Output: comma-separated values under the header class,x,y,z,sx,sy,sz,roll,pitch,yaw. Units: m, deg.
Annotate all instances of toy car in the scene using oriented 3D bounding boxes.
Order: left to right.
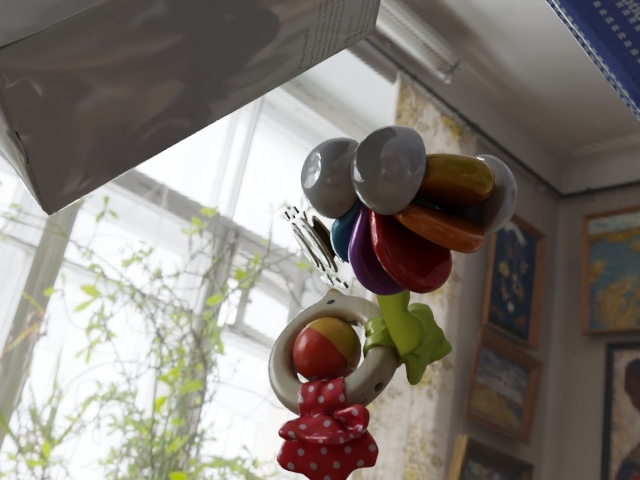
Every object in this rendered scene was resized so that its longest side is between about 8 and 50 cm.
class,x,y,z,sx,sy,sz,roll,pitch,yaw
toy car,0.073,-0.018,0.721,0.159,0.136,0.182,12,-8,-32

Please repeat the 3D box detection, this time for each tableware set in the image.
class,x,y,z,sx,sy,sz,roll,pitch,yaw
tableware set,0.000,0.000,1.121,0.128,0.039,0.194,57,-8,-4

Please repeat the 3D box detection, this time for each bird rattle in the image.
class,x,y,z,sx,sy,sz,roll,pitch,yaw
bird rattle,0.026,0.153,0.946,0.207,0.253,0.143,26,-16,48

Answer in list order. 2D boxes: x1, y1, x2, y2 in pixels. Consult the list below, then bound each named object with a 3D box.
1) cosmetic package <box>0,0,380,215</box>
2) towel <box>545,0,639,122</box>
class,x,y,z,sx,sy,sz,roll,pitch,yaw
cosmetic package,-0.120,-0.205,0.668,0.155,0.365,0.197,49,-25,20
towel,0.302,-0.182,0.486,0.336,0.243,0.040,-26,-24,-4
